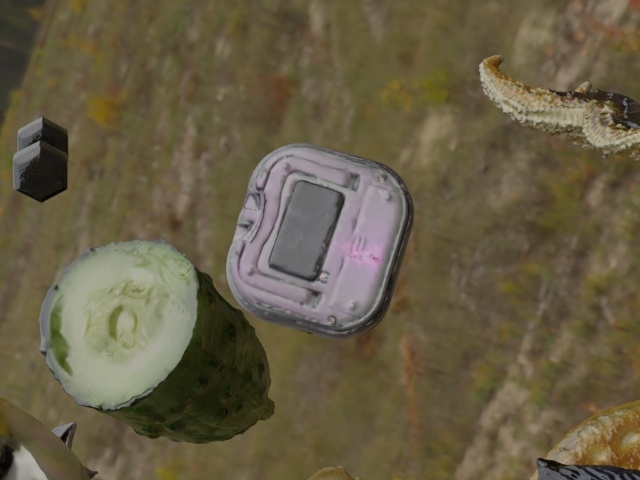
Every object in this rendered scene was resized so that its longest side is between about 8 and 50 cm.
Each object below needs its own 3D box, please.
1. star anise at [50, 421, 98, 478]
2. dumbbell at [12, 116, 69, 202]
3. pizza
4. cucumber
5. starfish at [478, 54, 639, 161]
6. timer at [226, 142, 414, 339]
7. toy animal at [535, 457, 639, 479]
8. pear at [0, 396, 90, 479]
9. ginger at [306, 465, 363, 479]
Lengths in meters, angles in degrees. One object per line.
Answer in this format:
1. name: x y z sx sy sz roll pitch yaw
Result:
1. star anise: -0.371 0.303 1.643 0.230 0.262 0.081 -56 37 -2
2. dumbbell: -0.189 -0.056 0.944 0.040 0.036 0.083 -29 22 2
3. pizza: 0.413 0.361 1.928 0.335 0.226 0.086 -39 -9 -17
4. cucumber: -0.099 0.097 1.064 0.134 0.244 0.134 -11 62 22
5. starfish: 0.235 -0.094 1.106 0.216 0.238 0.071 5 -72 -80
6. timer: 0.000 0.000 1.555 0.069 0.191 0.208 73 -148 -81
7. toy animal: 0.368 0.360 1.694 0.185 0.298 0.122 -59 -23 4
8. pear: -0.322 0.240 1.143 0.271 0.271 0.271 -161 90 -75
9. ginger: -0.022 0.388 1.615 0.375 0.166 0.236 23 -98 -71
